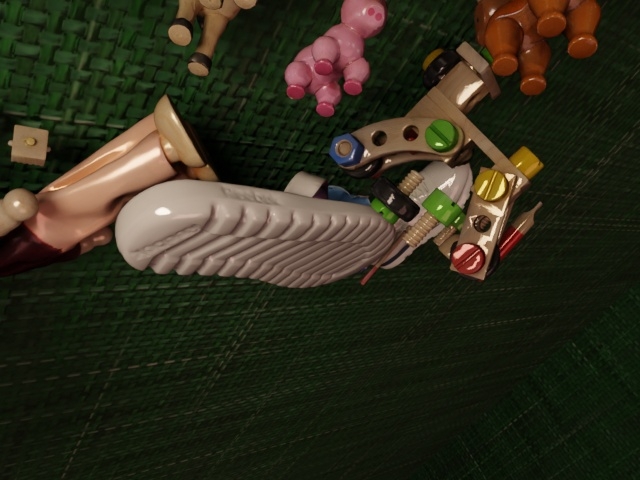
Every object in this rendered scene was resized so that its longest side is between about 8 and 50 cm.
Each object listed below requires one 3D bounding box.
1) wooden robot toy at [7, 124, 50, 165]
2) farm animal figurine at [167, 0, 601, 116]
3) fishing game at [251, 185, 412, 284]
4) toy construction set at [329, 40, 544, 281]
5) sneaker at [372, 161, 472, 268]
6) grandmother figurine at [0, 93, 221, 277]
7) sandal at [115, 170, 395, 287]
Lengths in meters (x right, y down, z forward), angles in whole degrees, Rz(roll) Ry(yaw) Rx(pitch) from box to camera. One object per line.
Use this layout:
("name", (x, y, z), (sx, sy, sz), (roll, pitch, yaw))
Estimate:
("wooden robot toy", (-0.331, -0.081, 0.510), (0.173, 0.076, 0.079), (-12, 178, -28))
("farm animal figurine", (0.046, -0.250, 0.414), (0.330, 0.172, 0.327), (7, 151, 3))
("fishing game", (0.000, 0.000, 0.841), (0.264, 0.041, 0.189), (16, 128, -30))
("toy construction set", (0.197, -0.096, 0.733), (0.237, 0.257, 0.309), (-49, 135, 10))
("sneaker", (0.133, -0.045, 0.905), (0.095, 0.090, 0.235), (17, 123, -39))
("grandmother figurine", (-0.273, -0.018, 0.593), (0.342, 0.104, 0.208), (-28, 162, -1))
("sandal", (-0.043, -0.027, 0.681), (0.169, 0.102, 0.416), (-31, 158, 26))
